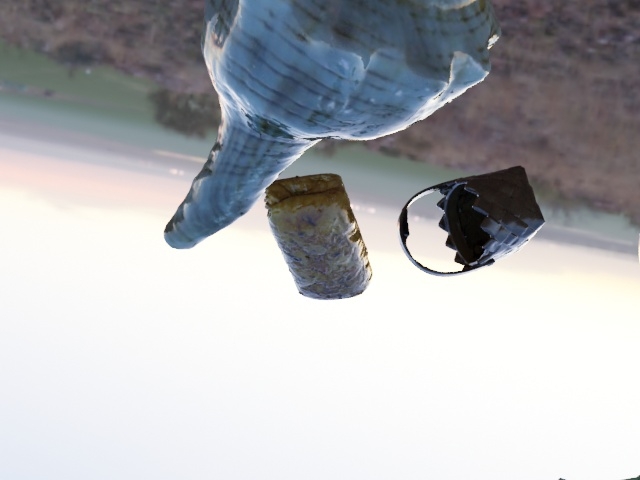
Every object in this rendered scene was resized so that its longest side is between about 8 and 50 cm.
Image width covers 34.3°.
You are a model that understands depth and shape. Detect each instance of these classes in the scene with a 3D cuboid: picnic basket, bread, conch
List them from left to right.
[{"bbox_3d":[-0.012,-0.142,0.693,0.386,0.203,0.169,-29,127,28],"label":"conch"},{"bbox_3d":[0.000,0.000,1.314,0.113,0.083,0.211,-7,144,13],"label":"bread"},{"bbox_3d":[0.189,-0.021,1.361,0.178,0.128,0.138,-12,161,-14],"label":"picnic basket"}]

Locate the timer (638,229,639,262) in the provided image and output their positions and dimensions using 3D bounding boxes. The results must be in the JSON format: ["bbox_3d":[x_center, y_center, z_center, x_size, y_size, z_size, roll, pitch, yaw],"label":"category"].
[{"bbox_3d":[0.699,0.013,1.653,0.377,0.378,0.279,10,167,-4],"label":"timer"}]

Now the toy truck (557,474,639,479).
[{"bbox_3d":[0.390,0.362,1.445,0.081,0.067,0.175,22,150,-28],"label":"toy truck"}]
